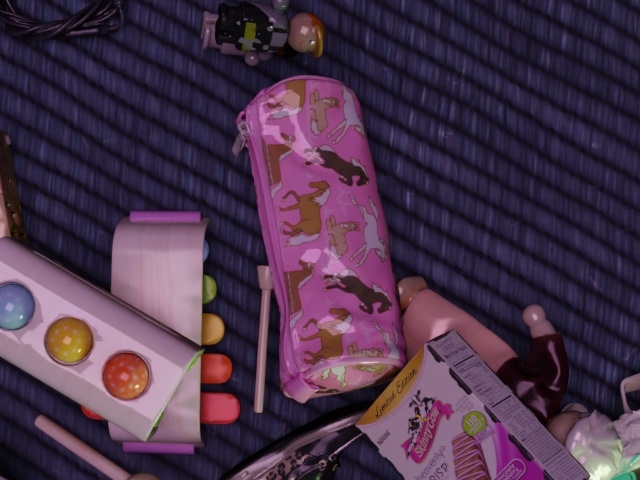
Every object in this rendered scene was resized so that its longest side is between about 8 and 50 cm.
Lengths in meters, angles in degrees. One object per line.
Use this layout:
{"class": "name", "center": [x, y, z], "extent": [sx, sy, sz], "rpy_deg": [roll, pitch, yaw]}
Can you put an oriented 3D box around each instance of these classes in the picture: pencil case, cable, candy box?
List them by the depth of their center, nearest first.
{"class": "candy box", "center": [0.172, 0.242, 1.543], "extent": [0.233, 0.071, 0.159], "rpy_deg": [47, 123, 18]}
{"class": "pencil case", "center": [0.000, 0.000, 1.616], "extent": [0.167, 0.160, 0.386], "rpy_deg": [-13, 74, 4]}
{"class": "cable", "center": [-0.345, -0.334, 1.737], "extent": [0.185, 0.047, 0.150], "rpy_deg": [-6, 88, 3]}

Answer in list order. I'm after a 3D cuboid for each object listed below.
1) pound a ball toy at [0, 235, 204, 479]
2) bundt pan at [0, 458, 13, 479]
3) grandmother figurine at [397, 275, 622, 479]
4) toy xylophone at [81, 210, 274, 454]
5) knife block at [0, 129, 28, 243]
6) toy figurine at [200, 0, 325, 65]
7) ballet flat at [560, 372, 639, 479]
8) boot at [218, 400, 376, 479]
{"class": "pound a ball toy", "center": [-0.290, 0.163, 1.589], "extent": [0.319, 0.136, 0.208], "rpy_deg": [31, 90, 3]}
{"class": "bundt pan", "center": [-0.507, 0.382, 1.671], "extent": [0.331, 0.124, 0.330], "rpy_deg": [-1, 84, 6]}
{"class": "grandmother figurine", "center": [0.219, 0.173, 1.612], "extent": [0.342, 0.104, 0.207], "rpy_deg": [37, 107, 27]}
{"class": "toy xylophone", "center": [-0.175, 0.121, 1.696], "extent": [0.236, 0.081, 0.322], "rpy_deg": [9, 88, 2]}
{"class": "knife block", "center": [-0.514, -0.058, 1.713], "extent": [0.242, 0.088, 0.275], "rpy_deg": [-11, 88, 2]}
{"class": "toy figurine", "center": [-0.060, -0.322, 1.649], "extent": [0.148, 0.213, 0.209], "rpy_deg": [3, 91, -14]}
{"class": "ballet flat", "center": [0.382, 0.246, 1.665], "extent": [0.409, 0.147, 0.147], "rpy_deg": [-23, 87, -2]}
{"class": "boot", "center": [0.007, 0.322, 1.684], "extent": [0.236, 0.085, 0.178], "rpy_deg": [-29, 90, 5]}
